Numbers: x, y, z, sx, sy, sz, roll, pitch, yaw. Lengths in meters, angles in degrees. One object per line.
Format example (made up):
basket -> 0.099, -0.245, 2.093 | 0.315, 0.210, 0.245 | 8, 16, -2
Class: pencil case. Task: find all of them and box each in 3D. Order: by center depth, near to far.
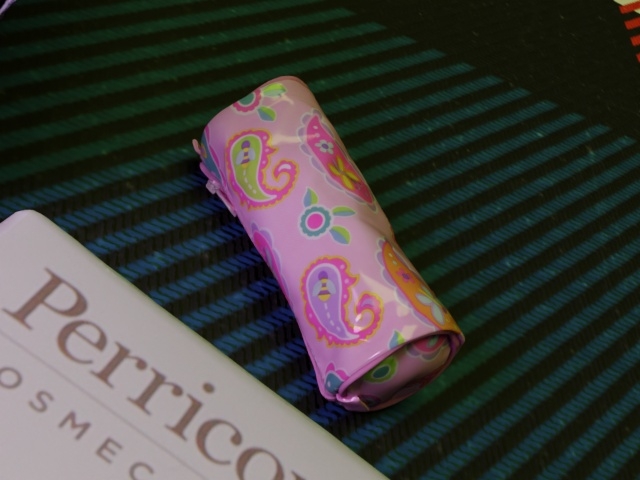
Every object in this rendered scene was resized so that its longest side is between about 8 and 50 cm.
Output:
pencil case -> 0.000, 0.000, 0.894 | 0.124, 0.124, 0.284 | -6, 55, -41

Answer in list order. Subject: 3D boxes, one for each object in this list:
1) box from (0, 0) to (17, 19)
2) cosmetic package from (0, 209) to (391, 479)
box -> -0.369, -0.391, 0.716 | 0.480, 0.297, 0.471 | 33, 36, -25
cosmetic package -> -0.132, 0.272, 0.353 | 0.329, 0.327, 0.393 | 37, 38, 0
